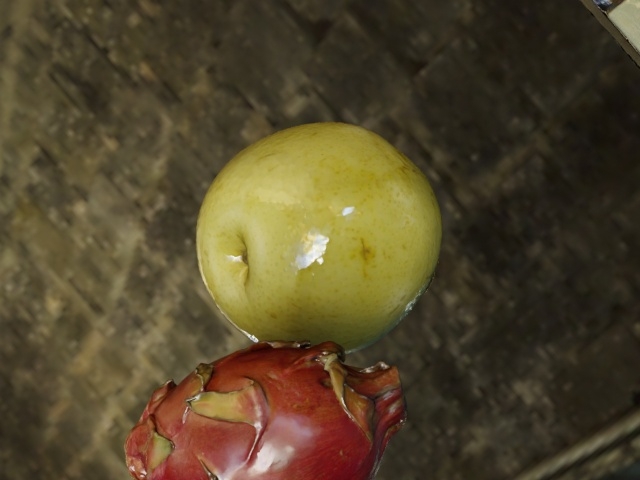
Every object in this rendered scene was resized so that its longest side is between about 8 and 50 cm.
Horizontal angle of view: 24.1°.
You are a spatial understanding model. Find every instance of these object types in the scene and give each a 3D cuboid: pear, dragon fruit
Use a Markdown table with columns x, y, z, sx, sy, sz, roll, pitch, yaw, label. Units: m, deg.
| x | y | z | sx | sy | sz | roll | pitch | yaw | label |
| --- | --- | --- | --- | --- | --- | --- | --- | --- | --- |
| 0.000 | 0.000 | 2.134 | 0.348 | 0.348 | 0.348 | -41 | 174 | -5 | pear |
| -0.056 | 0.233 | 1.696 | 0.315 | 0.250 | 0.250 | -3 | 159 | -19 | dragon fruit |

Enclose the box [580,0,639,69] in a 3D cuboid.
| x | y | z | sx | sy | sz | roll | pitch | yaw | label |
| --- | --- | --- | --- | --- | --- | --- | --- | --- | --- |
| 0.262 | -0.246 | 1.096 | 0.198 | 0.310 | 0.084 | -41 | 165 | 8 | box |
